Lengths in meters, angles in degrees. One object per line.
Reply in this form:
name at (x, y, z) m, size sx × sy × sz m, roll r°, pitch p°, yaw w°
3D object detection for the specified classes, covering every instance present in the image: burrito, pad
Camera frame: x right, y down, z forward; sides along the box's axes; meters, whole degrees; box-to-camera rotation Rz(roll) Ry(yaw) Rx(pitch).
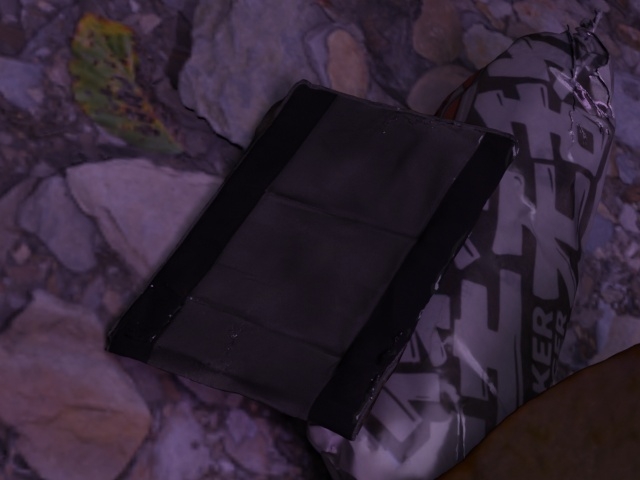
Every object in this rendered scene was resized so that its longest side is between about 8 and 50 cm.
burrito at (0.107, 0.001, 0.762) m, size 0.139 × 0.101 × 0.445 m, roll 23°, pitch 61°, yaw -1°
pad at (0.000, 0.000, 0.699) m, size 0.174 × 0.022 × 0.233 m, roll 16°, pitch 56°, yaw 25°

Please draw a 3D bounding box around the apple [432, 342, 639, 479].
apple at (0.189, 0.212, 0.509) m, size 0.329 × 0.295 × 0.365 m, roll 44°, pitch 91°, yaw 4°
